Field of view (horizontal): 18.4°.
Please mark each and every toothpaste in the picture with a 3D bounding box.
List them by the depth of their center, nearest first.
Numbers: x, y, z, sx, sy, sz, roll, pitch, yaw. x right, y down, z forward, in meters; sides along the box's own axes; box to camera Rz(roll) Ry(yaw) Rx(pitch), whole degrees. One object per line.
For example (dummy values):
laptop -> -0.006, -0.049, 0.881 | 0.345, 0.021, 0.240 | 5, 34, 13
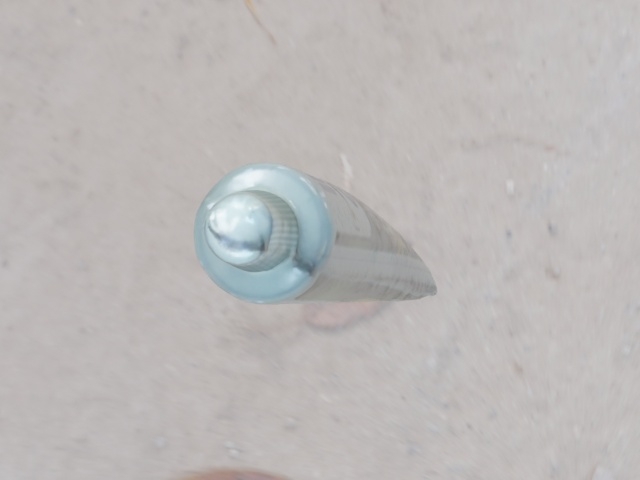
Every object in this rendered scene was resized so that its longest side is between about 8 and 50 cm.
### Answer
toothpaste -> 0.000, 0.000, 0.510 | 0.049, 0.204, 0.031 | 35, 94, 9
